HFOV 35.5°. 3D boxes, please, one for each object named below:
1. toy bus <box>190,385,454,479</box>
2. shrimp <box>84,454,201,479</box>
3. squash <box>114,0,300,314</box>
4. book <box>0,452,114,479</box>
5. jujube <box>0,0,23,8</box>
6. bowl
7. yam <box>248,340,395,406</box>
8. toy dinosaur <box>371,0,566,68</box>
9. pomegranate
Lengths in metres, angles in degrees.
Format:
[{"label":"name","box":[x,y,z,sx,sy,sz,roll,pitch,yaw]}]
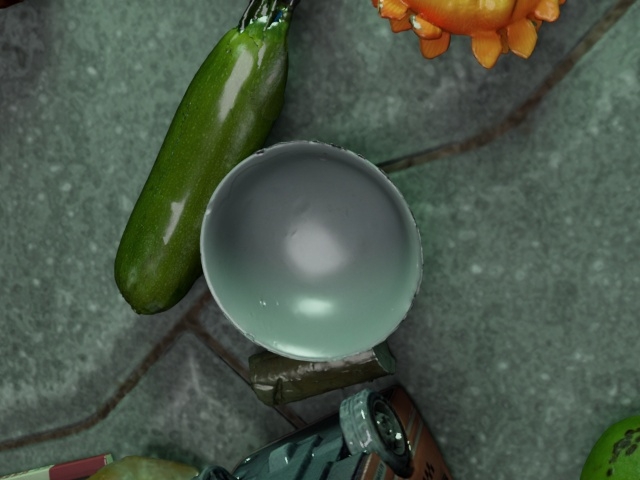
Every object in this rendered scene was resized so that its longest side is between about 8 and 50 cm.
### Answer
[{"label":"toy bus","box":[-0.010,0.295,0.753,0.203,0.427,0.233,-29,98,20]},{"label":"shrimp","box":[-0.115,0.388,0.847,0.110,0.221,0.445,-49,51,40]},{"label":"squash","box":[-0.094,-0.077,0.854,0.087,0.087,0.331,30,113,6]},{"label":"book","box":[-0.292,0.319,1.050,0.232,0.022,0.162,-16,98,19]},{"label":"jujube","box":[-0.307,-0.282,0.854,0.112,0.109,0.176,-39,83,-15]},{"label":"bowl","box":[0.000,0.000,0.850,0.189,0.086,0.188,4,107,13]},{"label":"yam","box":[-0.002,0.113,0.899,0.132,0.054,0.054,-17,100,18]},{"label":"toy dinosaur","box":[0.122,-0.192,0.772,0.289,0.070,0.117,3,100,1]},{"label":"pomegranate","box":[0.285,0.202,0.807,0.143,0.122,0.169,37,117,35]}]
